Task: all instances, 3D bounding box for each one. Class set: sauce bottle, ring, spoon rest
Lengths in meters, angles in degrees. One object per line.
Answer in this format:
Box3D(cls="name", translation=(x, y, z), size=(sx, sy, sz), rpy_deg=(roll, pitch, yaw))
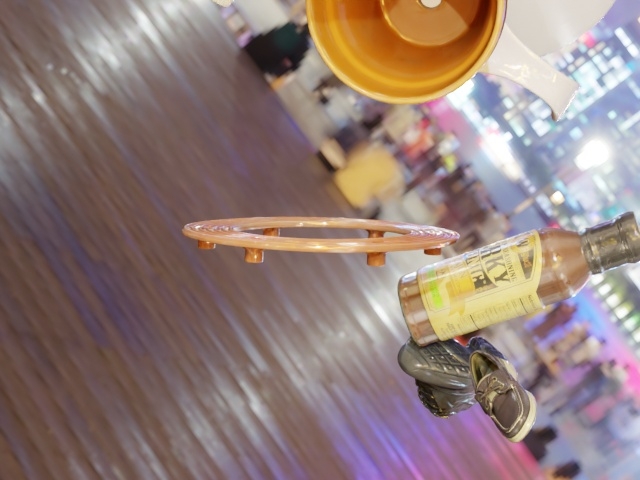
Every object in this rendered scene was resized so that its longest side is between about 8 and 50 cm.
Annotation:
Box3D(cls="sauce bottle", translation=(0.280, 0.046, 1.818), size=(0.111, 0.344, 0.111), rpy_deg=(-20, 90, -78))
Box3D(cls="ring", translation=(0.000, 0.000, 1.599), size=(0.336, 0.336, 0.032), rpy_deg=(-40, 133, -81))
Box3D(cls="spoon rest", translation=(0.186, -0.240, 1.572), size=(0.276, 0.137, 0.084), rpy_deg=(31, 3, 2))

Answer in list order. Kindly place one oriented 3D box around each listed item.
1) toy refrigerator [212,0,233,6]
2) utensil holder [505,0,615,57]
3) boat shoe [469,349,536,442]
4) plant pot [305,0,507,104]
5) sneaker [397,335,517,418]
Box3D(cls="toy refrigerator", translation=(-0.044, -0.333, 1.104), size=(0.102, 0.269, 0.094), rpy_deg=(22, 34, -40))
Box3D(cls="utensil holder", translation=(0.221, -0.479, 1.792), size=(0.385, 0.327, 0.327), rpy_deg=(55, 5, -43))
Box3D(cls="boat shoe", translation=(0.187, 0.164, 1.391), size=(0.049, 0.056, 0.152), rpy_deg=(31, 11, -15))
Box3D(cls="plant pot", translation=(0.105, -0.261, 1.411), size=(0.205, 0.205, 0.188), rpy_deg=(53, 20, -3))
Box3D(cls="sneaker", translation=(0.193, 0.213, 1.984), size=(0.286, 0.130, 0.109), rpy_deg=(19, 26, -54))
